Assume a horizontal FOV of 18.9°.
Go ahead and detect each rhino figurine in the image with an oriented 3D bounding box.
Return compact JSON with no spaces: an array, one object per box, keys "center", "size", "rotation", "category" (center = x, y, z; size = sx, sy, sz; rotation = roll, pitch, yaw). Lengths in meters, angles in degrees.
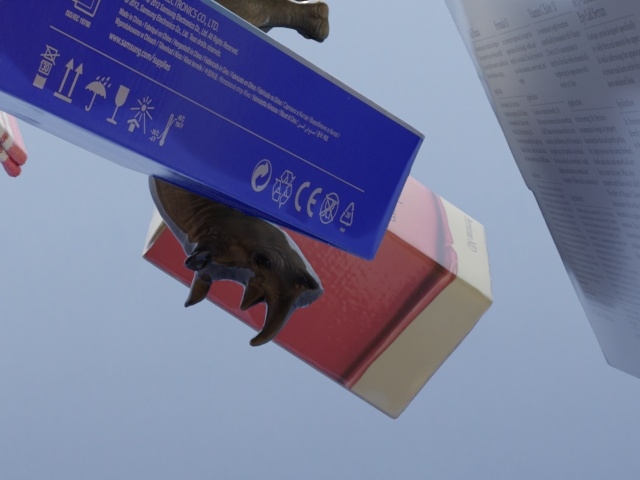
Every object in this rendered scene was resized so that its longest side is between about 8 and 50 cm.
[{"center":[-0.045,-0.048,1.091],"size":[0.106,0.073,0.243],"rotation":[0,-118,-10],"category":"rhino figurine"}]

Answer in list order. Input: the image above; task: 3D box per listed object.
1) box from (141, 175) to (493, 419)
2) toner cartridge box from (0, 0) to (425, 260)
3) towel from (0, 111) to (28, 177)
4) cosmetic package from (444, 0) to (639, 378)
[{"center":[0.000,0.000,1.441],"size":[0.232,0.127,0.148],"rotation":[33,-159,-13],"category":"box"},{"center":[-0.102,-0.082,0.860],"size":[0.165,0.348,0.075],"rotation":[22,-91,30],"category":"toner cartridge box"},{"center":[-0.296,-0.146,1.475],"size":[0.029,0.197,0.144],"rotation":[-35,-151,2],"category":"towel"},{"center":[0.153,-0.069,0.848],"size":[0.097,0.377,0.284],"rotation":[-27,-85,-4],"category":"cosmetic package"}]
